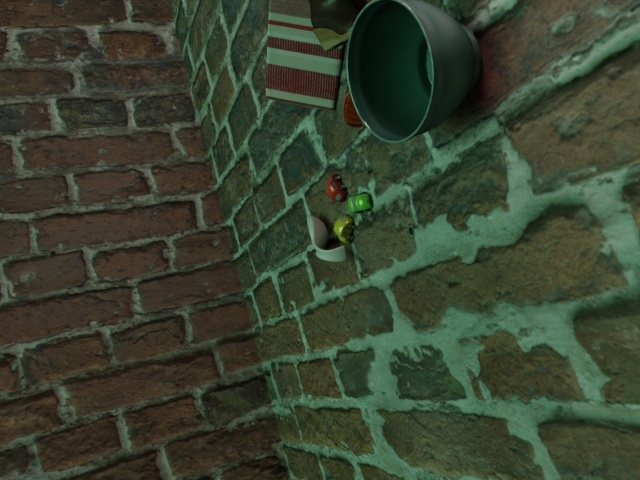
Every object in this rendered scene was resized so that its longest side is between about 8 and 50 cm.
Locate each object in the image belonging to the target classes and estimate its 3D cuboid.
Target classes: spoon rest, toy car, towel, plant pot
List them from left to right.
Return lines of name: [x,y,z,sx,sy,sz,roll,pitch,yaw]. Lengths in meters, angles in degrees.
towel: [-0.049,-0.576,1.656,0.037,0.237,0.328,-67,-13,-54]
spoon rest: [0.000,0.000,1.876,0.276,0.084,0.137,-135,31,-59]
toy car: [0.087,-0.110,1.720,0.225,0.053,0.238,-13,88,65]
plant pot: [0.217,-0.375,1.170,0.293,0.196,0.292,40,139,46]

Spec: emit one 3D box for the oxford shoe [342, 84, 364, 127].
oxford shoe: [0.122,-0.438,1.504,0.271,0.097,0.098,106,172,-48]

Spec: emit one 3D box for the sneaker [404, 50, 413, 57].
sneaker: [0.173,-0.399,1.369,0.125,0.104,0.261,58,148,32]

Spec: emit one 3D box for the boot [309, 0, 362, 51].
boot: [0.053,-0.644,1.457,0.248,0.090,0.206,-3,109,50]
